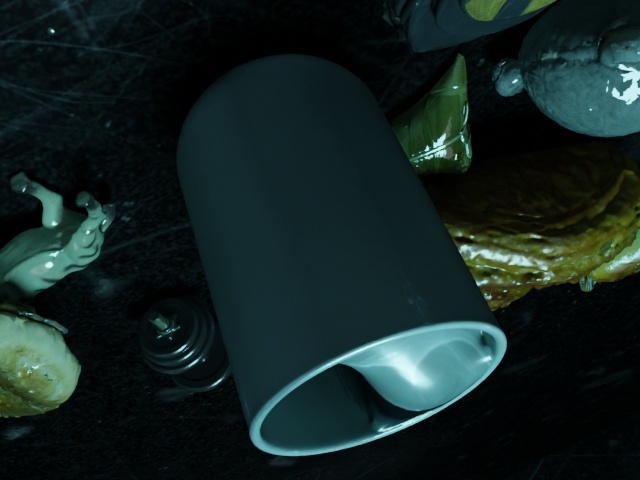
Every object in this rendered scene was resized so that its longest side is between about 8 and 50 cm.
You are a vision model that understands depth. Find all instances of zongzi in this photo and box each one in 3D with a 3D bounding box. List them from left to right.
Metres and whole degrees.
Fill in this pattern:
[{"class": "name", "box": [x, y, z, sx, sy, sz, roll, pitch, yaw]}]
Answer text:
[{"class": "zongzi", "box": [0.076, -0.122, 0.786, 0.154, 0.062, 0.130, -7, 128, 5]}]

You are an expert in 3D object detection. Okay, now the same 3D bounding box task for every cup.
[{"class": "cup", "box": [0.000, 0.000, 0.651, 0.206, 0.312, 0.205, -15, 148, -10]}]

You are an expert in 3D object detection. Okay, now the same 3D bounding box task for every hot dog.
[{"class": "hot dog", "box": [0.189, -0.002, 0.893, 0.388, 0.174, 0.267, -12, 165, -14]}, {"class": "hot dog", "box": [0.520, -0.001, 1.185, 0.270, 0.081, 0.163, -33, 158, 21]}]

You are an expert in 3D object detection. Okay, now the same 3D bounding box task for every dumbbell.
[{"class": "dumbbell", "box": [-0.165, 0.131, 0.962, 0.099, 0.099, 0.208, -24, 150, 3]}]

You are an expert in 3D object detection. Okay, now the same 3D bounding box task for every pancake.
[{"class": "pancake", "box": [-0.428, 0.129, 0.755, 0.383, 0.071, 0.382, -4, 154, -2]}]

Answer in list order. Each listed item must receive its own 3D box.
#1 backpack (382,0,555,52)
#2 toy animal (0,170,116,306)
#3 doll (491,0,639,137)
[{"class": "backpack", "box": [0.135, -0.235, 0.563, 0.206, 0.133, 0.258, -15, 156, -28]}, {"class": "toy animal", "box": [-0.286, 0.022, 0.750, 0.217, 0.073, 0.176, -27, 155, 0]}, {"class": "doll", "box": [0.330, -0.197, 0.749, 0.340, 0.158, 0.246, -19, -176, -30]}]
